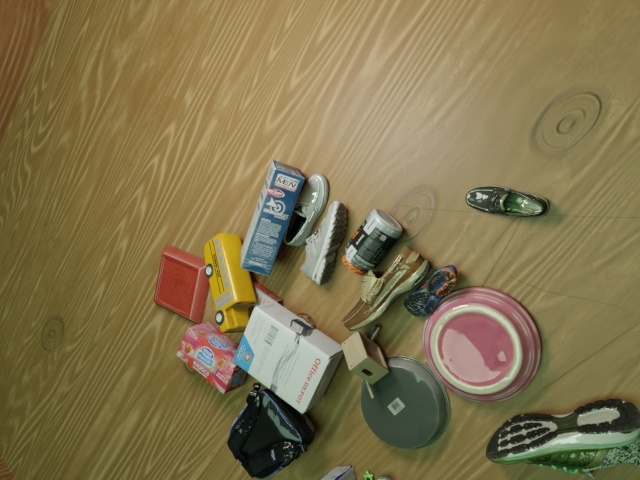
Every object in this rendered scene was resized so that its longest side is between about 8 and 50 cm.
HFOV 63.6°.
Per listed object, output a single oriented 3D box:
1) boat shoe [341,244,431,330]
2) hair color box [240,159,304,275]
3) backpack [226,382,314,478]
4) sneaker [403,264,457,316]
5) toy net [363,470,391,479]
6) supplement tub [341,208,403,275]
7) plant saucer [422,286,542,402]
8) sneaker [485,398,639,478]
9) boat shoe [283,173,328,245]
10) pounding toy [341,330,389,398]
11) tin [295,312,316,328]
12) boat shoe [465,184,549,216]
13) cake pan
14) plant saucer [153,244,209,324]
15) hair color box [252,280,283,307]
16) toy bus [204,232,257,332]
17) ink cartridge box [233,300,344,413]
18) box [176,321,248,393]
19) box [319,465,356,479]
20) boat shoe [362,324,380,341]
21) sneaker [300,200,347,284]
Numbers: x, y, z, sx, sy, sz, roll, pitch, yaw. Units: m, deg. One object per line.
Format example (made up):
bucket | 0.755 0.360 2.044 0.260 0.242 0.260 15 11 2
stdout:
boat shoe | 0.182 0.139 1.564 0.324 0.122 0.120 -43 91 14
hair color box | -0.164 -0.077 1.714 0.105 0.174 0.347 17 105 -14
backpack | -0.173 0.652 1.743 0.263 0.213 0.276 -47 65 14
sneaker | 0.331 0.150 1.518 0.083 0.087 0.221 48 130 7
toy net | 0.189 0.861 1.642 0.122 0.045 0.232 -4 91 29
supplement tub | 0.155 0.008 1.584 0.117 0.117 0.190 43 110 20
plant saucer | 0.443 0.298 1.456 0.332 0.084 0.332 1 92 29
sneaker | 0.636 0.555 1.339 0.410 0.158 0.182 -24 98 32
boat shoe | -0.050 -0.098 1.710 0.095 0.084 0.258 24 103 26
pounding toy | 0.136 0.377 1.564 0.100 0.141 0.130 -41 32 15
tin | -0.078 0.343 1.775 0.106 0.040 0.190 20 102 31
boat shoe | 0.504 -0.108 1.409 0.223 0.073 0.080 13 98 28
cake pan | 0.247 0.506 1.590 0.293 0.054 0.293 1 93 29
plant saucer | -0.553 0.174 2.023 0.258 0.047 0.259 19 102 27
hair color box | -0.208 0.209 1.835 0.141 0.043 0.072 32 107 25
toy bus | -0.315 0.150 1.816 0.130 0.108 0.333 -34 63 33
ink cartridge box | -0.105 0.377 1.696 0.307 0.129 0.223 30 107 23
box | -0.387 0.426 1.898 0.256 0.122 0.128 31 106 24
box | 0.063 0.820 1.665 0.072 0.126 0.137 -15 85 30
boat shoe | 0.144 0.320 1.645 0.043 0.049 0.137 39 114 24
sneaker | 0.000 0.000 1.675 0.115 0.105 0.281 24 104 26
